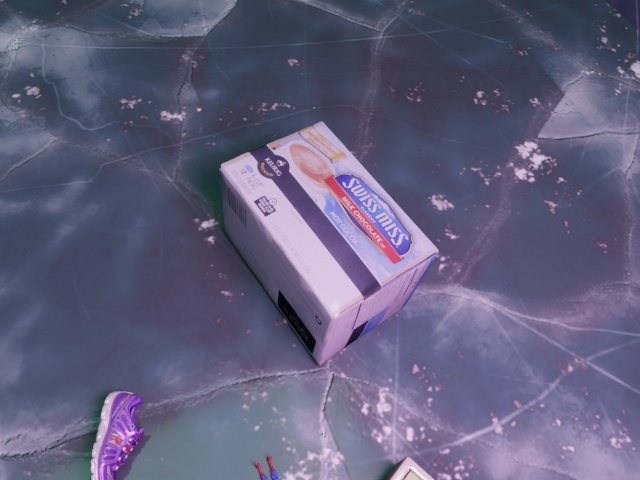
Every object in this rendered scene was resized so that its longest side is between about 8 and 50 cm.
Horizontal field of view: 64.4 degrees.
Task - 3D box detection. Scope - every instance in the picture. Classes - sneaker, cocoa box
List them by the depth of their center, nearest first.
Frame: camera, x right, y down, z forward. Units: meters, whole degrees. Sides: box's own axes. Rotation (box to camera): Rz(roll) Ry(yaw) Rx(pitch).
[{"bbox_3d":[-0.321,0.325,0.810,0.071,0.068,0.170,6,58,-10],"label":"sneaker"},{"bbox_3d":[0.000,0.000,0.944,0.227,0.231,0.347,-29,67,-23],"label":"cocoa box"}]

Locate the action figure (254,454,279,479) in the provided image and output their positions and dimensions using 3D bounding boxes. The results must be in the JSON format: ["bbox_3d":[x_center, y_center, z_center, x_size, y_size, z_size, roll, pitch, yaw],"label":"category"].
[{"bbox_3d":[-0.070,0.406,0.811,0.038,0.030,0.115,-19,65,-23],"label":"action figure"}]

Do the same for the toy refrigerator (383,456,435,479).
[{"bbox_3d":[0.082,0.467,0.752,0.102,0.094,0.269,39,62,17],"label":"toy refrigerator"}]
